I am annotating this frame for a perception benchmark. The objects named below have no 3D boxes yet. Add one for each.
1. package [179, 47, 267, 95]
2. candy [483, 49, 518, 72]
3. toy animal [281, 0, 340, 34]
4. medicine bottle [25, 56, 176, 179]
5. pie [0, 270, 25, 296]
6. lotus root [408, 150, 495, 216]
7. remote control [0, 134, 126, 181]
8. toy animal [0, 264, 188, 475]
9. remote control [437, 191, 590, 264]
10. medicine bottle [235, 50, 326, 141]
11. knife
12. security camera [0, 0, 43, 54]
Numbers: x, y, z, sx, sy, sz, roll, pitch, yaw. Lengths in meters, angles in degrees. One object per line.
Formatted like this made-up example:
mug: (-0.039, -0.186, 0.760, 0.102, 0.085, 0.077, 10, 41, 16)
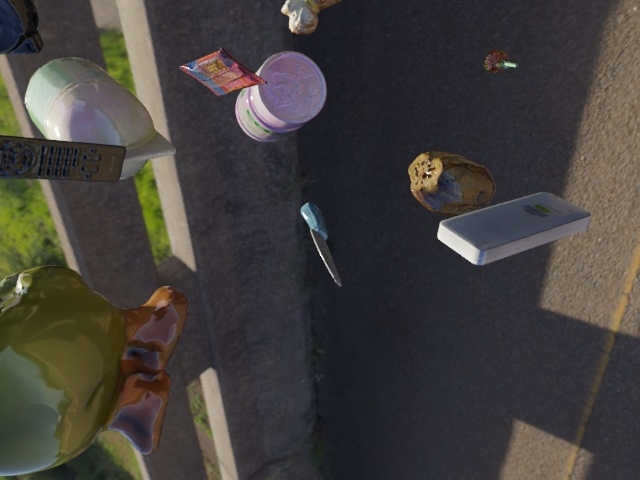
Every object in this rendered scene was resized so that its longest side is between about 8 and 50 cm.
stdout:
package: (-0.160, -0.265, 0.866, 0.083, 0.022, 0.200, 35, 169, -31)
candy: (0.439, -0.424, 1.303, 0.060, 0.201, 0.060, 0, 111, 1)
toy animal: (0.005, -0.590, 1.378, 0.104, 0.184, 0.185, 27, 95, 42)
medicine bottle: (-0.549, -0.281, 1.350, 0.406, 0.236, 0.236, 38, 141, 38)
pie: (-0.513, 0.179, 0.909, 0.067, 0.302, 0.302, 24, 135, 9)
lotus root: (0.399, -0.168, 1.589, 0.193, 0.291, 0.193, -22, 62, 48)
remote control: (-0.388, -0.113, 0.746, 0.025, 0.245, 0.063, 34, 114, 37)
toy animal: (-0.314, 0.132, 0.542, 0.191, 0.338, 0.216, -154, 72, -71)
remote control: (0.311, -0.025, 0.870, 0.103, 0.250, 0.034, 42, 140, 47)
medicine bottle: (-0.130, -0.428, 1.670, 0.212, 0.212, 0.325, 62, 162, -10)
knife: (-0.001, -0.002, 0.982, 0.032, 0.244, 0.058, -33, 121, 10)
security camera: (-0.603, -0.499, 1.002, 0.197, 0.277, 0.191, -1, 146, -1)
